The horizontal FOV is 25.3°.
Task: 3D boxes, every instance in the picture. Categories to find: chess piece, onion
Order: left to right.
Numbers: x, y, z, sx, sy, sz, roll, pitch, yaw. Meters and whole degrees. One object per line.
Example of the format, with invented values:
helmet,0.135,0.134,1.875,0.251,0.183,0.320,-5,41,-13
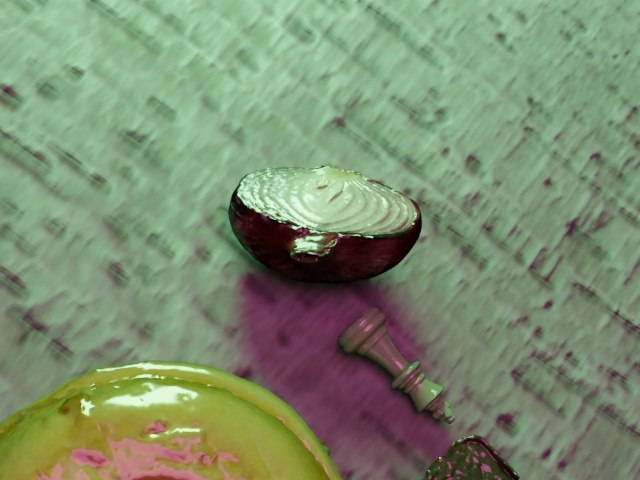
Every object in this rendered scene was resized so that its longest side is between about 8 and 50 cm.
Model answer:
onion,0.000,0.000,1.527,0.205,0.098,0.151,13,39,2
chess piece,0.088,0.139,1.516,0.149,0.059,0.059,46,66,2

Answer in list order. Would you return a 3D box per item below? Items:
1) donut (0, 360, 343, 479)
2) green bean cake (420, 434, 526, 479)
donut,-0.144,0.324,1.305,0.448,0.198,0.449,4,67,-9
green bean cake,0.151,0.313,1.425,0.181,0.094,0.173,41,66,7
